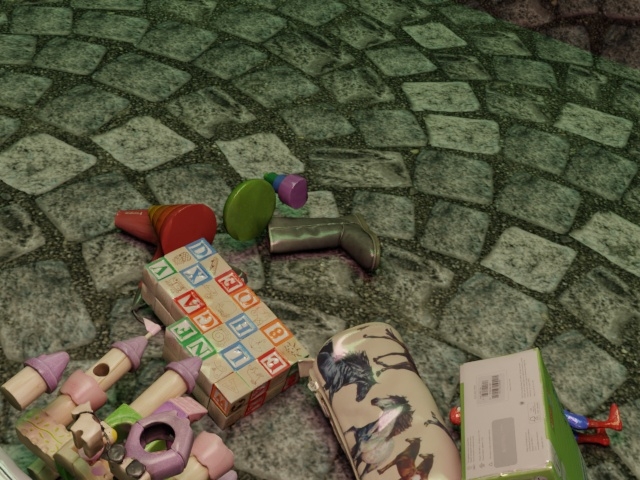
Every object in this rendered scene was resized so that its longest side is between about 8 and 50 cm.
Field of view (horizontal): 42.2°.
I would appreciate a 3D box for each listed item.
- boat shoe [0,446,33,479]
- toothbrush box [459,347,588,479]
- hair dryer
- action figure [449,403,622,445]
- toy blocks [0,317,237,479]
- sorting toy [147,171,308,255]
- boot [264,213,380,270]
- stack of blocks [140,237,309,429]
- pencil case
[{"bbox_3d":[-0.469,0.340,1.168,0.226,0.083,0.076,29,42,20],"label":"boat shoe"},{"bbox_3d":[0.296,0.327,1.168,0.122,0.283,0.206,-17,35,21],"label":"toothbrush box"},{"bbox_3d":[-0.298,0.022,1.581,0.223,0.080,0.293,-23,49,-32],"label":"hair dryer"},{"bbox_3d":[0.348,0.274,1.405,0.280,0.091,0.139,2,47,-10],"label":"action figure"},{"bbox_3d":[-0.239,0.243,1.151,0.288,0.309,0.260,31,51,23],"label":"toy blocks"},{"bbox_3d":[-0.189,-0.071,1.606,0.126,0.127,0.365,28,37,35],"label":"sorting toy"},{"bbox_3d":[0.000,0.003,1.667,0.208,0.076,0.190,2,26,-20],"label":"boot"},{"bbox_3d":[-0.183,0.150,1.408,0.171,0.087,0.297,-27,62,-35],"label":"stack of blocks"},{"bbox_3d":[0.108,0.319,1.249,0.183,0.160,0.410,-19,45,-5],"label":"pencil case"}]
